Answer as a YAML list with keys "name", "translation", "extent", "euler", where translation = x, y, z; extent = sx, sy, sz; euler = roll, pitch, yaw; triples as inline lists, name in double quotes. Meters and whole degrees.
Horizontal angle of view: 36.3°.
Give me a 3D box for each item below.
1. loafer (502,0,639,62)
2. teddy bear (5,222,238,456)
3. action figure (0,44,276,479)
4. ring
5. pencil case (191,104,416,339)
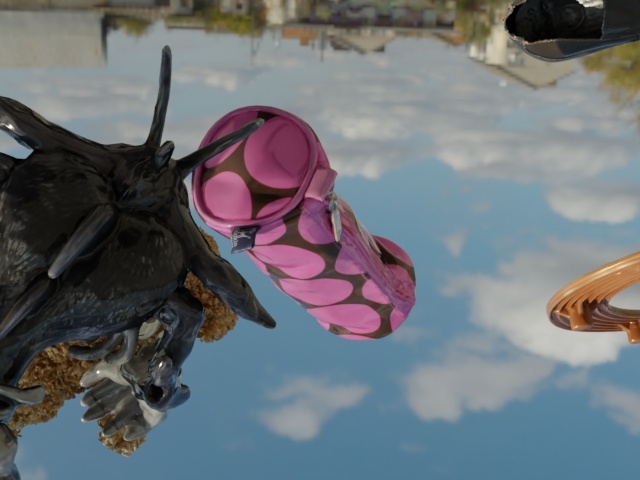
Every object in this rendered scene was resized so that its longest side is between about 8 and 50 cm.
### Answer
- name: "loafer"
  translation: [0.226, -0.176, 0.698]
  extent: [0.220, 0.080, 0.078]
  euler: [-20, 180, 42]
- name: "teddy bear"
  translation: [-0.249, 0.088, 0.919]
  extent: [0.338, 0.245, 0.113]
  euler: [-8, 176, 14]
- name: "action figure"
  translation: [-0.135, 0.046, 0.417]
  extent: [0.164, 0.275, 0.141]
  euler: [40, 169, -10]
- name: "ring"
  translation: [0.381, 0.045, 0.912]
  extent: [0.337, 0.032, 0.336]
  euler: [-8, 161, -3]
- name: "pencil case"
  translation: [0.000, 0.000, 0.641]
  extent: [0.098, 0.095, 0.209]
  euler: [5, 160, 26]
